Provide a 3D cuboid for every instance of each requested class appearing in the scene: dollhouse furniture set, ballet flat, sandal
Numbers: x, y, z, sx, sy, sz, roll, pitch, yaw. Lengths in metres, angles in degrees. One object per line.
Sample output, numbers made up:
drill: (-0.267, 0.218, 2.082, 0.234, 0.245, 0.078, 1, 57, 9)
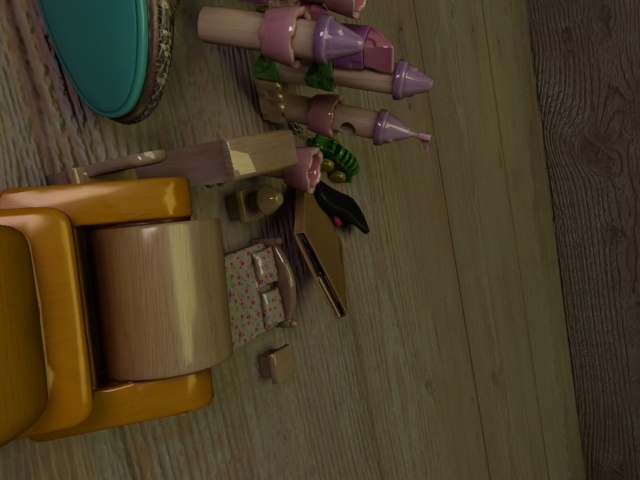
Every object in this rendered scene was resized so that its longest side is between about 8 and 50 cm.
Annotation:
dollhouse furniture set: (-0.111, 0.060, 0.701, 0.303, 0.173, 0.356, -23, 105, -52)
ballet flat: (-0.241, -0.370, 0.591, 0.182, 0.164, 0.483, -49, 122, -56)
sandal: (0.030, -0.054, 1.015, 0.179, 0.040, 0.067, 29, 34, -51)

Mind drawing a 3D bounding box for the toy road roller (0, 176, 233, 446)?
toy road roller: (-0.220, 0.060, 0.425, 0.329, 0.240, 0.203, -7, 93, -20)

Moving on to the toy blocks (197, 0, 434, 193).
toy blocks: (0.034, -0.256, 0.784, 0.288, 0.260, 0.309, 83, 24, -54)

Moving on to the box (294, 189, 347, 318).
box: (0.000, 0.000, 0.911, 0.201, 0.021, 0.164, -90, 157, -58)

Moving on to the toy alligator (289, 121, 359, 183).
toy alligator: (0.020, -0.154, 1.005, 0.189, 0.051, 0.056, 39, 56, -45)
